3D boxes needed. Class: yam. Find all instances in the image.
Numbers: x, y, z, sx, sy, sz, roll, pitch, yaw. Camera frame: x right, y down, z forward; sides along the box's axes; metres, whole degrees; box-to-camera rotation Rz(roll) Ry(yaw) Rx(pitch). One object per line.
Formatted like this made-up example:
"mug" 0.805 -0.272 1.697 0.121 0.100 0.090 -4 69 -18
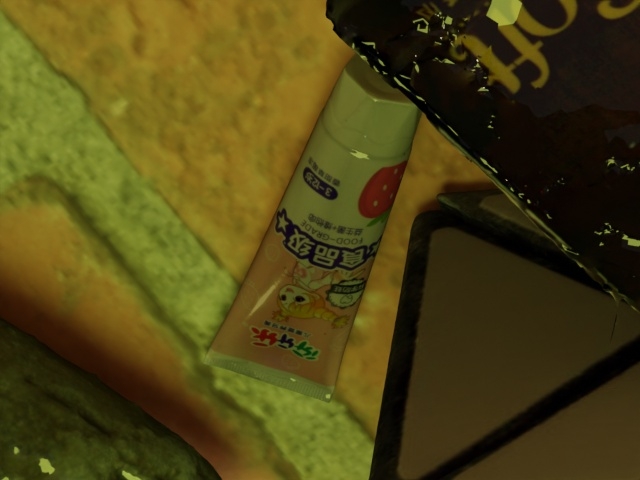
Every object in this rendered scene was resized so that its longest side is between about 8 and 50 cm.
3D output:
"yam" -0.188 0.087 0.829 0.330 0.133 0.133 31 122 -14

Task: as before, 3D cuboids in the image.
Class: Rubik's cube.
"Rubik's cube" 0.169 0.134 0.731 0.254 0.259 0.260 -6 122 11

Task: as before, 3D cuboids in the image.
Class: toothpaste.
"toothpaste" 0.000 0.000 0.802 0.067 0.043 0.194 17 129 -5

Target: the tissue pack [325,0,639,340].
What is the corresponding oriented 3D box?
"tissue pack" 0.198 -0.149 0.581 0.210 0.198 0.370 40 120 -21
